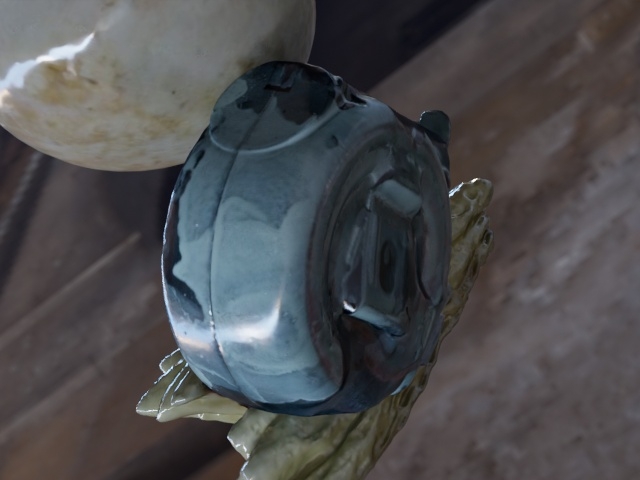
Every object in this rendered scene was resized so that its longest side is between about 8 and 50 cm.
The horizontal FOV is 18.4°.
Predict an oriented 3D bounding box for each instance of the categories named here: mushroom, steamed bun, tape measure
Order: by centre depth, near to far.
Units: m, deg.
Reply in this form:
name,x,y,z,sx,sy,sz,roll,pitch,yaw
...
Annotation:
name,x,y,z,sx,sy,sz,roll,pitch,yaw
tape measure,0.000,0.000,1.528,0.256,0.147,0.275,23,-103,-55
mushroom,-0.154,-0.211,1.624,0.297,0.297,0.290,15,-120,-56
steamed bun,-0.018,0.092,1.778,0.189,0.247,0.428,38,-127,-7
